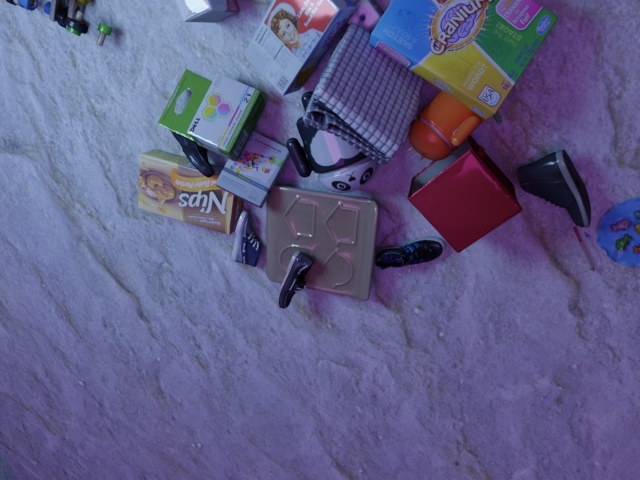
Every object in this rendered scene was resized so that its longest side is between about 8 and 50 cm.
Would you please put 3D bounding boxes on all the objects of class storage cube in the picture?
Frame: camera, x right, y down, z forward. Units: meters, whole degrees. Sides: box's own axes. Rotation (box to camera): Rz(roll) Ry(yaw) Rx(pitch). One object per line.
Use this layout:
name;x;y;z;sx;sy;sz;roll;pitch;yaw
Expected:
storage cube;0.357;-0.120;1.166;0.193;0.183;0.215;46;117;-8

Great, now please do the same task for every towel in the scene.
towel;0.104;-0.331;1.072;0.235;0.283;0.121;31;149;-17

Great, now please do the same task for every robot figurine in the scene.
robot figurine;0.302;-0.285;1.123;0.219;0.128;0.158;-46;71;7
robot figurine;0.042;-0.259;1.202;0.209;0.174;0.278;-4;114;46

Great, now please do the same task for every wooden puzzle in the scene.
wooden puzzle;0.000;0.000;1.392;0.348;0.080;0.322;12;116;17

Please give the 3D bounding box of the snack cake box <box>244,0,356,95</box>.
snack cake box;-0.057;-0.507;1.129;0.152;0.089;0.264;48;132;2

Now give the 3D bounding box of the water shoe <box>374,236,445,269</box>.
water shoe;0.256;0.048;1.329;0.203;0.080;0.072;-14;109;22

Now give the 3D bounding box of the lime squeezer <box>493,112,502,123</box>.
lime squeezer;0.397;-0.435;1.095;0.110;0.059;0.310;-5;114;-14

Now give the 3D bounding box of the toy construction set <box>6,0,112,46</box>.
toy construction set;-0.726;-0.719;1.240;0.309;0.257;0.237;31;102;27

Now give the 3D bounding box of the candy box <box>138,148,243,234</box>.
candy box;-0.398;-0.152;1.433;0.317;0.087;0.182;16;116;8

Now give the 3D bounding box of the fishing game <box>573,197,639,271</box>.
fishing game;0.796;-0.014;1.162;0.264;0.041;0.189;-23;103;25

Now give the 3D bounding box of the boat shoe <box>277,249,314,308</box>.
boat shoe;-0.075;0.129;1.392;0.065;0.075;0.206;26;116;13

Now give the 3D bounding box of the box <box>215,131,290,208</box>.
box;-0.190;-0.205;1.321;0.145;0.038;0.186;27;82;4

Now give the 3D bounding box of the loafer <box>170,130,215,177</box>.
loafer;-0.361;-0.278;1.338;0.078;0.076;0.223;-34;71;-1

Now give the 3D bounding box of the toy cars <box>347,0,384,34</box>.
toy cars;0.103;-0.626;1.069;0.177;0.087;0.393;6;115;15

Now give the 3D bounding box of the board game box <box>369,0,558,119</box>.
board game box;0.303;-0.453;1.006;0.317;0.064;0.242;32;93;0

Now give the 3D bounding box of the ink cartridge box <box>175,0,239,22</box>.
ink cartridge box;-0.307;-0.660;1.137;0.092;0.158;0.217;-12;109;22

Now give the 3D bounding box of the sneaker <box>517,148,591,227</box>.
sneaker;0.590;-0.118;1.167;0.118;0.083;0.222;-17;116;43

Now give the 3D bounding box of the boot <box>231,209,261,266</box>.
boot;-0.223;-0.004;1.467;0.086;0.069;0.190;17;125;1

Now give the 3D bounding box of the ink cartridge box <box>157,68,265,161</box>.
ink cartridge box;-0.309;-0.358;1.264;0.255;0.097;0.188;25;85;4
